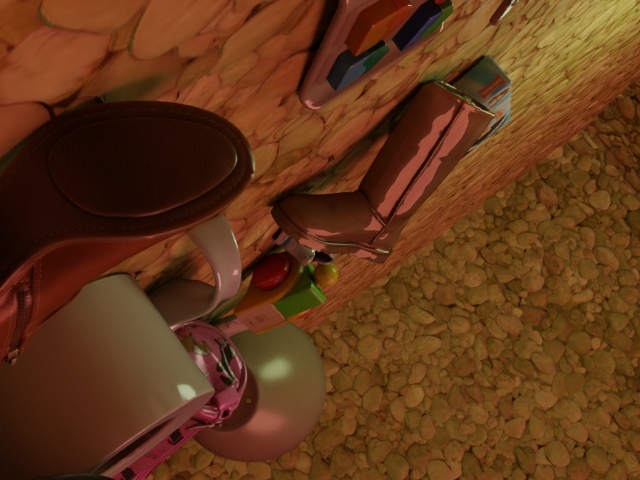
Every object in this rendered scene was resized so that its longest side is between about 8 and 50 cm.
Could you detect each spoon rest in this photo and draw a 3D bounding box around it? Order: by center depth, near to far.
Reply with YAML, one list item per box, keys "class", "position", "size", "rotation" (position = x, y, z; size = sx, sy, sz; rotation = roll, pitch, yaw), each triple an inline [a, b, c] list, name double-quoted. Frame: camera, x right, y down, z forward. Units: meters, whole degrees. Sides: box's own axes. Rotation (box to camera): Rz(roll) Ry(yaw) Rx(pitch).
- class: "spoon rest"
  position: [-0.169, 0.073, 1.115]
  size: [0.137, 0.084, 0.276]
  rotation: [-31, 168, -36]

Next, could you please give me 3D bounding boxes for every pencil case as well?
- class: "pencil case"
  position: [-0.283, 0.286, 1.423]
  size: [0.386, 0.160, 0.167]
  rotation: [-42, -152, 37]

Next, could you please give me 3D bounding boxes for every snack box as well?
- class: "snack box"
  position: [0.219, -0.185, 1.400]
  size: [0.187, 0.060, 0.322]
  rotation: [-39, 171, 9]

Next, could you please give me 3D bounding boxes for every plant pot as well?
- class: "plant pot"
  position: [-0.148, 0.268, 1.555]
  size: [0.284, 0.284, 0.191]
  rotation: [-39, 168, 7]

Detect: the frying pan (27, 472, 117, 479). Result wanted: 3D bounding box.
- class: "frying pan"
  position: [-0.300, 0.313, 0.868]
  size: [0.197, 0.053, 0.326]
  rotation: [11, 138, -39]

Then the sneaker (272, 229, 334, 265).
- class: "sneaker"
  position: [0.000, 0.000, 1.409]
  size: [0.071, 0.083, 0.190]
  rotation: [-45, 170, 33]

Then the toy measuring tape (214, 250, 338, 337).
- class: "toy measuring tape"
  position: [-0.111, 0.098, 1.473]
  size: [0.330, 0.121, 0.121]
  rotation: [-24, 177, 24]

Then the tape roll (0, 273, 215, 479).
- class: "tape roll"
  position: [-0.265, 0.175, 0.975]
  size: [0.246, 0.169, 0.246]
  rotation: [-36, 171, -6]

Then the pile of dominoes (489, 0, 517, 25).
- class: "pile of dominoes"
  position: [0.237, -0.324, 0.823]
  size: [0.251, 0.040, 0.196]
  rotation: [-49, 175, -47]

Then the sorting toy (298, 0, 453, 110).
- class: "sorting toy"
  position: [0.077, -0.209, 0.794]
  size: [0.193, 0.038, 0.208]
  rotation: [-34, 170, -19]

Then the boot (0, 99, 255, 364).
- class: "boot"
  position: [-0.191, 0.016, 0.646]
  size: [0.283, 0.109, 0.220]
  rotation: [-31, 168, -24]

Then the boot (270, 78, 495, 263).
- class: "boot"
  position: [0.084, -0.105, 1.183]
  size: [0.236, 0.089, 0.269]
  rotation: [12, 121, -46]
